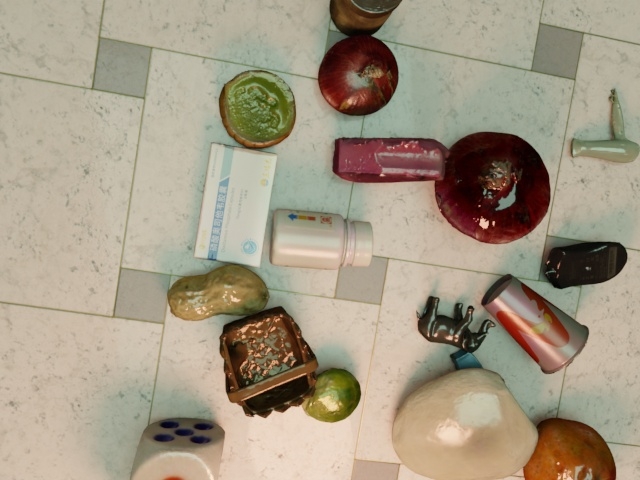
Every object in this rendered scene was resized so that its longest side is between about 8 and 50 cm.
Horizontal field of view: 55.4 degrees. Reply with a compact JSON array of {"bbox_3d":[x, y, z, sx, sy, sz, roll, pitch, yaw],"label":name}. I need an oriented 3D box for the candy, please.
[{"bbox_3d":[0.427,0.582,1.843,0.427,0.186,0.386,-19,105,14],"label":"candy"}]

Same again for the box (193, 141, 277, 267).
[{"bbox_3d":[-0.251,-0.104,1.799,0.200,0.065,0.343,9,93,-7],"label":"box"}]

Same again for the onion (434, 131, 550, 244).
[{"bbox_3d":[0.511,-0.166,1.781,0.348,0.285,0.347,-1,81,6],"label":"onion"}]

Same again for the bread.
[{"bbox_3d":[-0.183,-0.382,1.774,0.236,0.070,0.236,0,89,-9],"label":"bread"}]

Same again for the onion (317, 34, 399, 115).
[{"bbox_3d":[0.115,-0.486,1.780,0.248,0.161,0.248,0,74,-1],"label":"onion"}]

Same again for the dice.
[{"bbox_3d":[-0.411,0.668,1.746,0.243,0.251,0.259,8,93,-6],"label":"dice"}]

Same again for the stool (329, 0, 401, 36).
[{"bbox_3d":[0.129,-0.686,1.703,0.179,0.264,0.179,0,94,-6],"label":"stool"}]

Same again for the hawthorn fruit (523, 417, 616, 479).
[{"bbox_3d":[0.779,0.699,1.871,0.277,0.298,0.277,-4,102,-18],"label":"hawthorn fruit"}]

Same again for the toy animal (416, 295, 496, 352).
[{"bbox_3d":[0.417,0.264,1.898,0.245,0.114,0.146,12,86,14],"label":"toy animal"}]

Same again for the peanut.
[{"bbox_3d":[-0.297,0.146,1.773,0.291,0.143,0.159,-6,117,-7],"label":"peanut"}]

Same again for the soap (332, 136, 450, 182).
[{"bbox_3d":[0.203,-0.239,1.776,0.325,0.220,0.127,-2,103,-7],"label":"soap"}]

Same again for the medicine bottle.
[{"bbox_3d":[0.000,0.000,1.786,0.293,0.170,0.170,4,94,-6],"label":"medicine bottle"}]

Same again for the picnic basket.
[{"bbox_3d":[-0.148,0.353,1.724,0.254,0.321,0.291,-19,98,-9],"label":"picnic basket"}]

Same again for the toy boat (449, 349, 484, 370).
[{"bbox_3d":[0.484,0.428,1.936,0.075,0.077,0.185,-33,88,-3],"label":"toy boat"}]

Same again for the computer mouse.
[{"bbox_3d":[0.829,0.070,1.936,0.264,0.088,0.147,-9,114,-6],"label":"computer mouse"}]

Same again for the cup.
[{"bbox_3d":[0.650,0.247,1.885,0.288,0.203,0.203,41,89,-1],"label":"cup"}]

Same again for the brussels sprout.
[{"bbox_3d":[0.034,0.471,1.840,0.181,0.143,0.161,-30,140,14],"label":"brussels sprout"}]

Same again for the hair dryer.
[{"bbox_3d":[0.903,-0.369,1.934,0.206,0.075,0.237,6,86,-1],"label":"hair dryer"}]
